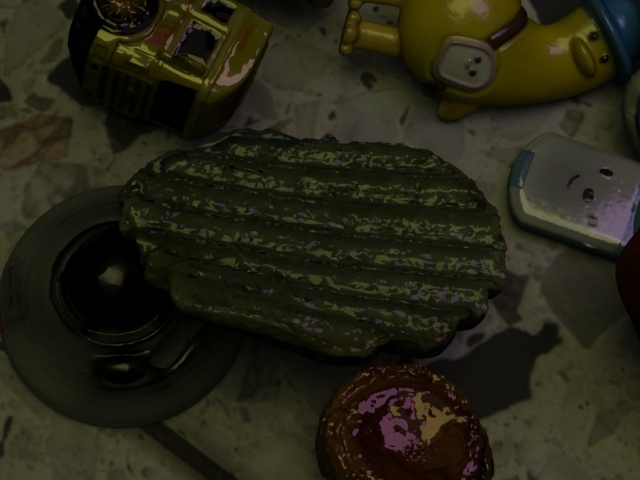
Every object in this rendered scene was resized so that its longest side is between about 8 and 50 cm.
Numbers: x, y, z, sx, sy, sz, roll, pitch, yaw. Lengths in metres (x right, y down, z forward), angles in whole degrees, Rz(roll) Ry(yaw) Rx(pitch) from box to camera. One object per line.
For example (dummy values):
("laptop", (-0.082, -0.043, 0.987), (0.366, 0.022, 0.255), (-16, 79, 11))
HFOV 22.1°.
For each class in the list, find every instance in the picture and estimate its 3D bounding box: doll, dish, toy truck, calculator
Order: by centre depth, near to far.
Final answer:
("dish", (-0.214, 0.053, 1.741), (0.273, 0.134, 0.273), (1, 71, -2))
("calculator", (0.313, -0.044, 1.841), (0.210, 0.039, 0.121), (20, 73, 5))
("toy truck", (-0.108, -0.312, 1.853), (0.254, 0.181, 0.405), (26, 68, 0))
("doll", (0.203, -0.226, 1.865), (0.362, 0.145, 0.199), (10, 110, -8))

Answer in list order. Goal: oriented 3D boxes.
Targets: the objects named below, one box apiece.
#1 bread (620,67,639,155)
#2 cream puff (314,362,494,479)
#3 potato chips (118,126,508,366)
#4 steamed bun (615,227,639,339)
("bread", (0.415, -0.199, 1.851), (0.172, 0.064, 0.232), (3, 104, -34))
("cream puff", (0.072, 0.238, 1.671), (0.183, 0.169, 0.183), (7, 56, -10))
("potato chips", (0.000, 0.000, 1.730), (0.429, 0.070, 0.358), (8, 39, -11))
("steamed bun", (0.482, 0.098, 1.686), (0.235, 0.248, 0.379), (-44, 89, -12))
